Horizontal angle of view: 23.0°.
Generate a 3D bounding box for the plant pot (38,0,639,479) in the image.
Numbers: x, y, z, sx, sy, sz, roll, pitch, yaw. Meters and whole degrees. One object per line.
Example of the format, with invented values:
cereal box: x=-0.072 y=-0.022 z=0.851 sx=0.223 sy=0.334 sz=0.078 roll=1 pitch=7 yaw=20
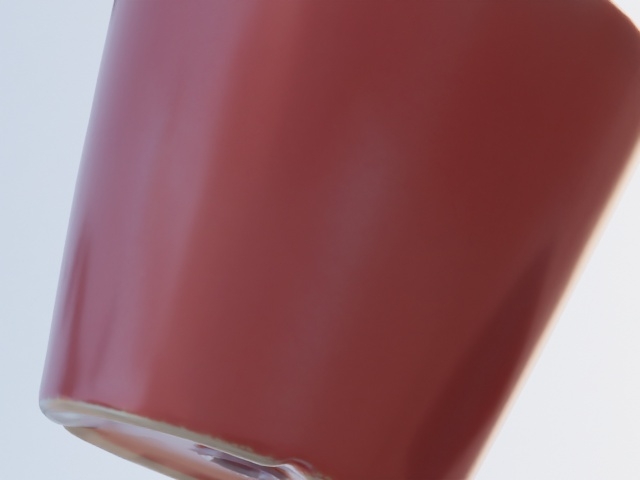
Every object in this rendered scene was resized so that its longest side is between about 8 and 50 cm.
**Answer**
plant pot: x=0.000 y=0.000 z=0.746 sx=0.275 sy=0.275 sz=0.243 roll=41 pitch=-116 yaw=-52
